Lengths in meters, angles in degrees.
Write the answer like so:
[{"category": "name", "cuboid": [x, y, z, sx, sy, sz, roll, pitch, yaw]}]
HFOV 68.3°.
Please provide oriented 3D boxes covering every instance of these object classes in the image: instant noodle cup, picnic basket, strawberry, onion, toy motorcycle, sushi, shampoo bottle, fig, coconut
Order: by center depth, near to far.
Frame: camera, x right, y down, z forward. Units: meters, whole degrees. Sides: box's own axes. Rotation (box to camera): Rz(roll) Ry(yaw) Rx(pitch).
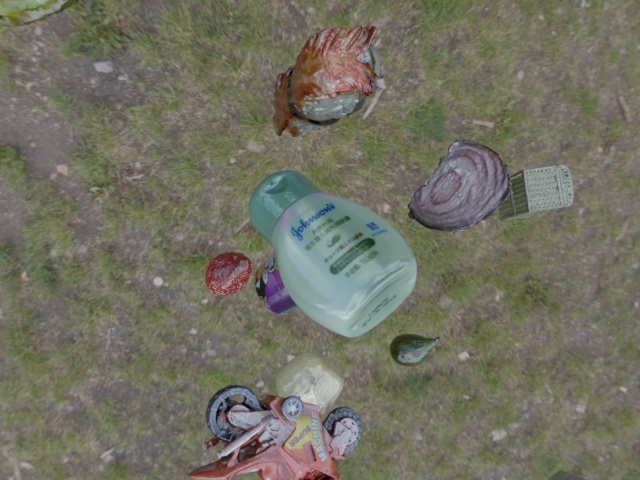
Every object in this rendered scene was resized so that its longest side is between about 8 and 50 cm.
[{"category": "toy motorcycle", "cuboid": [-0.059, 0.344, 0.798, 0.298, 0.089, 0.171, 20, 77, -23]}, {"category": "sushi", "cuboid": [-0.001, -0.273, 0.857, 0.130, 0.332, 0.124, -6, 90, -20]}, {"category": "shampoo bottle", "cuboid": [0.000, 0.000, 0.871, 0.222, 0.151, 0.349, -38, 57, -12]}, {"category": "strawberry", "cuboid": [-0.254, 0.086, 1.297, 0.131, 0.148, 0.131, 8, 61, -15]}, {"category": "picnic basket", "cuboid": [0.662, -0.144, 1.462, 0.154, 0.196, 0.134, -6, 84, -5]}, {"category": "onion", "cuboid": [0.447, -0.131, 1.466, 0.314, 0.280, 0.146, -48, 136, 6]}, {"category": "fig", "cuboid": [0.304, 0.342, 1.488, 0.177, 0.117, 0.117, -19, 107, 46]}, {"category": "coconut", "cuboid": [-0.043, 0.468, 1.505, 0.224, 0.224, 0.224, 0, 102, -2]}, {"category": "instant noodle cup", "cuboid": [-0.091, 0.127, 1.592, 0.190, 0.251, 0.251, -36, 103, 33]}]

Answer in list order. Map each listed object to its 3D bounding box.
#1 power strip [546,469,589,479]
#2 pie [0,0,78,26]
[{"category": "power strip", "cuboid": [0.500, 0.474, 0.827, 0.052, 0.272, 0.078, -29, 83, -14]}, {"category": "pie", "cuboid": [-0.377, -0.427, 0.626, 0.355, 0.103, 0.288, -27, 64, 7]}]
